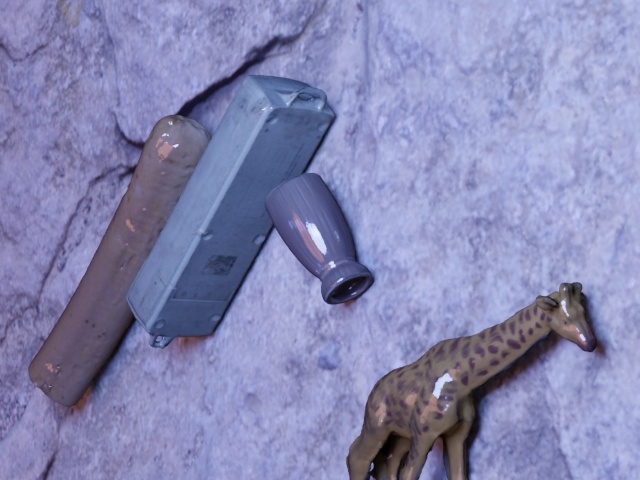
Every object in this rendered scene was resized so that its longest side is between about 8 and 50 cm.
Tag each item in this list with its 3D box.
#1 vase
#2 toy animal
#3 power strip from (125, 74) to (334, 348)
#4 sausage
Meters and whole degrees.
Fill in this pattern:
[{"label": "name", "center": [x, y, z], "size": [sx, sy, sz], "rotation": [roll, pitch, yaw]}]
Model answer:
[{"label": "vase", "center": [0.000, 0.000, 1.493], "size": [0.053, 0.053, 0.100], "rotation": [-48, 60, 35]}, {"label": "toy animal", "center": [0.101, 0.124, 1.379], "size": [0.149, 0.054, 0.275], "rotation": [43, 118, 37]}, {"label": "power strip", "center": [-0.076, -0.027, 1.557], "size": [0.052, 0.078, 0.272], "rotation": [51, 124, 37]}, {"label": "sausage", "center": [-0.175, 0.018, 1.672], "size": [0.066, 0.066, 0.301], "rotation": [52, 124, 35]}]
